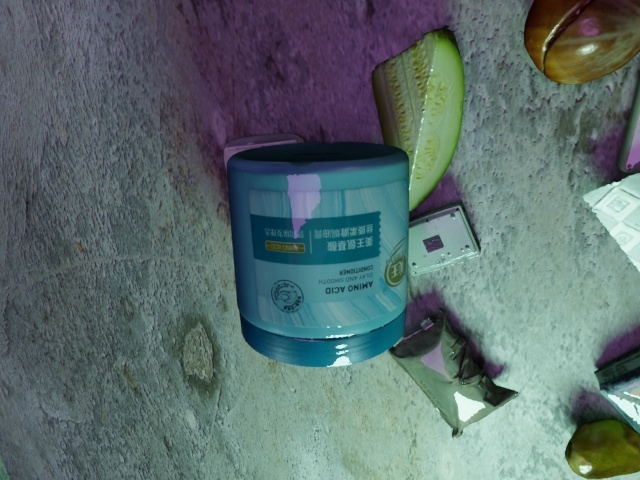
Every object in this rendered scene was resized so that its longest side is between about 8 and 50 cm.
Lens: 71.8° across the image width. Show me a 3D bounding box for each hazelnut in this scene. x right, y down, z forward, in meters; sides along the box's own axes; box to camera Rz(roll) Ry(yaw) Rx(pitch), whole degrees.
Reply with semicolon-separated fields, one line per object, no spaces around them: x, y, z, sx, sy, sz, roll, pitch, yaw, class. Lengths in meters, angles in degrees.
0.408;-0.322;0.680;0.182;0.182;0.181;6;108;19;hazelnut

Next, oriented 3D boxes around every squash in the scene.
0.211;-0.208;0.809;0.203;0.111;0.288;-2;106;63;squash

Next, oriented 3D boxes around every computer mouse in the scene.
-0.120;-0.183;0.984;0.199;0.045;0.102;-4;112;15;computer mouse

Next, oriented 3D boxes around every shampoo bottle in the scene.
0.000;0.000;0.838;0.332;0.331;0.342;5;109;19;shampoo bottle

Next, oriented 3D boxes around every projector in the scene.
0.235;-0.001;0.902;0.147;0.061;0.115;-21;99;26;projector

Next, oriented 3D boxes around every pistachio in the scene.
0.568;0.419;0.886;0.190;0.100;0.110;-3;141;-12;pistachio

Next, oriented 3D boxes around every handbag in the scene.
0.280;0.285;0.948;0.183;0.117;0.270;-39;89;18;handbag

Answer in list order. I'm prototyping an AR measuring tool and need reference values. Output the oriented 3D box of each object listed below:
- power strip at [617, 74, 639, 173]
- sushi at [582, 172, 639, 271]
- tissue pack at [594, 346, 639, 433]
0.574;-0.226;0.709;0.118;0.046;0.270;10;111;21;power strip
0.642;-0.035;0.727;0.290;0.050;0.264;48;133;-12;sushi
0.708;0.262;0.782;0.228;0.103;0.316;48;117;0;tissue pack
